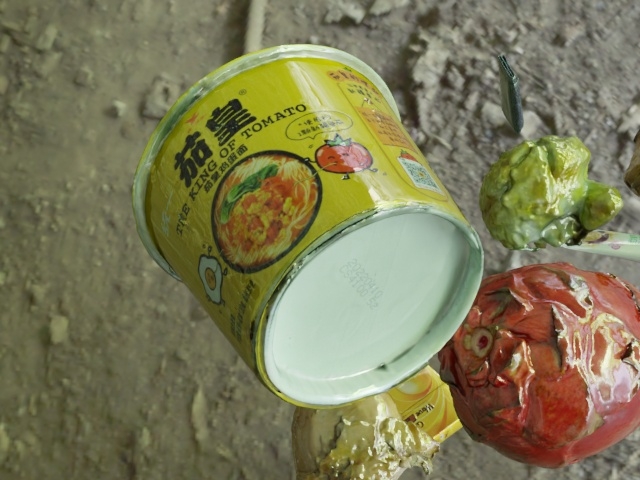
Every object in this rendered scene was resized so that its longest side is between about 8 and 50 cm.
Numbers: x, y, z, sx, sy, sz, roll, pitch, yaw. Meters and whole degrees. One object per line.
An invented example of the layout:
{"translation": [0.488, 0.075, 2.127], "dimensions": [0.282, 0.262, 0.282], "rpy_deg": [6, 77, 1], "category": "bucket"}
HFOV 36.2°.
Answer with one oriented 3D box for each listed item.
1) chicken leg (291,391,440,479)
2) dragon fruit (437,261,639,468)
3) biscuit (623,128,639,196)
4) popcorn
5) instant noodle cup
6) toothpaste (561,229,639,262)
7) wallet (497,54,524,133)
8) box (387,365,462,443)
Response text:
{"translation": [0.033, 0.196, 0.728], "dimensions": [0.085, 0.101, 0.207], "rpy_deg": [134, 134, -71], "category": "chicken leg"}
{"translation": [0.252, 0.134, 1.091], "dimensions": [0.241, 0.252, 0.240], "rpy_deg": [5, 100, 28], "category": "dragon fruit"}
{"translation": [0.572, -0.193, 1.504], "dimensions": [0.102, 0.296, 0.296], "rpy_deg": [25, 96, 6], "category": "biscuit"}
{"translation": [0.336, -0.062, 1.429], "dimensions": [0.213, 0.198, 0.197], "rpy_deg": [21, 92, 26], "category": "popcorn"}
{"translation": [0.000, 0.000, 0.564], "dimensions": [0.182, 0.182, 0.144], "rpy_deg": [-53, 43, 16], "category": "instant noodle cup"}
{"translation": [0.571, 0.019, 1.684], "dimensions": [0.315, 0.058, 0.056], "rpy_deg": [11, 78, 12], "category": "toothpaste"}
{"translation": [0.353, -0.270, 1.807], "dimensions": [0.026, 0.129, 0.088], "rpy_deg": [-15, 43, 1], "category": "wallet"}
{"translation": [0.121, 0.254, 1.697], "dimensions": [0.152, 0.043, 0.269], "rpy_deg": [-31, 52, -22], "category": "box"}
